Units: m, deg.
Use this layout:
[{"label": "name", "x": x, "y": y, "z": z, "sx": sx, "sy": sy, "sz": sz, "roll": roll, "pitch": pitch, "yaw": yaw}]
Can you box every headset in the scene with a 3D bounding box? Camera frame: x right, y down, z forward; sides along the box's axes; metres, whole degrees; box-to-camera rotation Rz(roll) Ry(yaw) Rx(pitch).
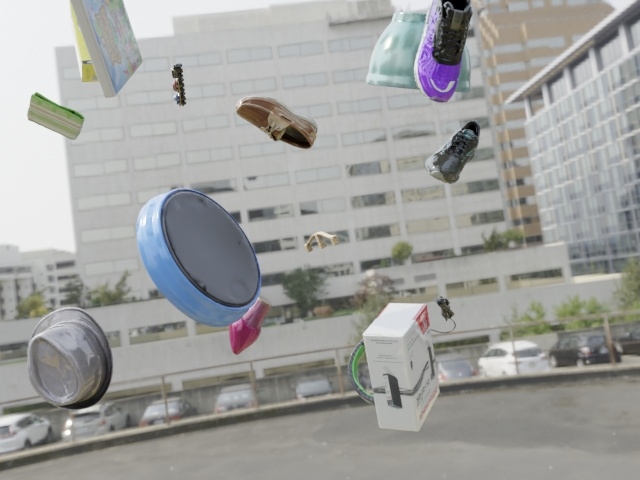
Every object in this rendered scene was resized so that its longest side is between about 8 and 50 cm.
[{"label": "headset", "x": 0.259, "y": 0.337, "z": 2.001, "sx": 0.394, "sy": 0.243, "sz": 0.185, "roll": -38, "pitch": -38, "yaw": -7}]

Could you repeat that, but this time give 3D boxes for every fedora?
[{"label": "fedora", "x": -0.674, "y": 0.318, "z": 1.673, "sx": 0.243, "sy": 0.276, "sz": 0.124, "roll": -22, "pitch": -3, "yaw": 7}]

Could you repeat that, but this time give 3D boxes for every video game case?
[{"label": "video game case", "x": -0.390, "y": -0.396, "z": 1.175, "sx": 0.023, "sy": 0.213, "sz": 0.193, "roll": -6, "pitch": 34, "yaw": 7}]

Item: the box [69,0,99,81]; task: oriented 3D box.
[{"label": "box", "x": -0.682, "y": -0.579, "z": 1.866, "sx": 0.058, "sy": 0.232, "sz": 0.087, "roll": -10, "pitch": -21, "yaw": -23}]

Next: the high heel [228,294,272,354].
[{"label": "high heel", "x": -0.270, "y": 0.215, "z": 2.036, "sx": 0.127, "sy": 0.181, "sz": 0.377, "roll": 33, "pitch": 0, "yaw": -20}]

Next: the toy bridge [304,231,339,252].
[{"label": "toy bridge", "x": 0.000, "y": 0.000, "z": 2.411, "sx": 0.026, "sy": 0.063, "sz": 0.188, "roll": -27, "pitch": 7, "yaw": -38}]

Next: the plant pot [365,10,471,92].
[{"label": "plant pot", "x": 0.276, "y": -0.517, "z": 1.760, "sx": 0.292, "sy": 0.196, "sz": 0.293, "roll": 3, "pitch": 16, "yaw": -1}]

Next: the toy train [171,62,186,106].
[{"label": "toy train", "x": -0.410, "y": -0.446, "z": 1.854, "sx": 0.036, "sy": 0.027, "sz": 0.158, "roll": -5, "pitch": -33, "yaw": -10}]

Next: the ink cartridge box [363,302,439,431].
[{"label": "ink cartridge box", "x": 0.215, "y": 0.326, "z": 1.672, "sx": 0.114, "sy": 0.273, "sz": 0.197, "roll": -1, "pitch": 19, "yaw": 28}]

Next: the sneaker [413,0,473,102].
[{"label": "sneaker", "x": 0.291, "y": -0.473, "z": 1.486, "sx": 0.102, "sy": 0.294, "sz": 0.146, "roll": 9, "pitch": -11, "yaw": -8}]

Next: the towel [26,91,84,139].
[{"label": "towel", "x": -0.561, "y": -0.264, "z": 1.366, "sx": 0.113, "sy": 0.023, "sz": 0.152, "roll": 24, "pitch": -19, "yaw": -23}]

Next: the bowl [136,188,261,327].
[{"label": "bowl", "x": -0.304, "y": 0.035, "z": 1.686, "sx": 0.077, "sy": 0.391, "sz": 0.391, "roll": -33, "pitch": -15, "yaw": 24}]

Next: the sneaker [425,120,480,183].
[{"label": "sneaker", "x": 0.360, "y": -0.243, "z": 1.728, "sx": 0.101, "sy": 0.106, "sz": 0.267, "roll": 30, "pitch": 39, "yaw": 10}]

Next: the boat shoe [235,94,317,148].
[{"label": "boat shoe", "x": -0.156, "y": -0.429, "z": 2.355, "sx": 0.324, "sy": 0.116, "sz": 0.123, "roll": 17, "pitch": -40, "yaw": -20}]
